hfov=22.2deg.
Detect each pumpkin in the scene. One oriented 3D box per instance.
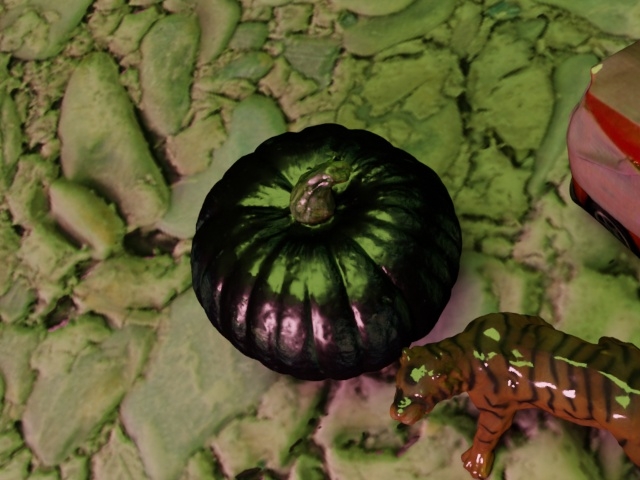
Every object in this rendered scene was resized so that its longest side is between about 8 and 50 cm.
[{"bbox_3d":[0.002,0.008,1.131,0.194,0.150,0.194,-29,34,22],"label":"pumpkin"}]

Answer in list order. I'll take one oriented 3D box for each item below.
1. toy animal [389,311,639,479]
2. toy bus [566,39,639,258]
[{"bbox_3d":[0.181,0.099,1.005,0.255,0.116,0.114,10,65,28],"label":"toy animal"},{"bbox_3d":[0.281,-0.017,1.023,0.127,0.147,0.303,-38,53,-10],"label":"toy bus"}]
